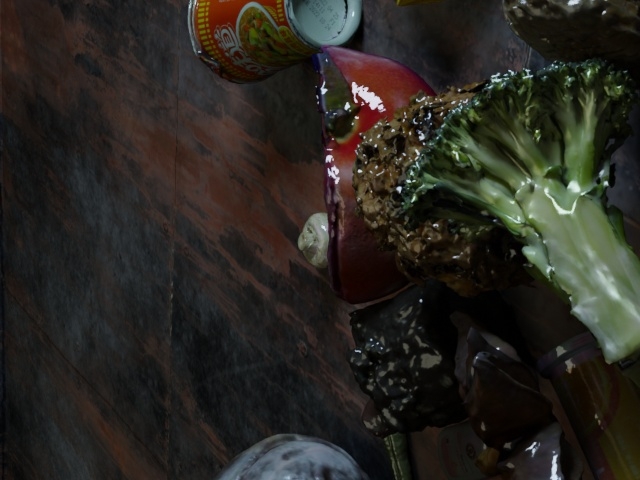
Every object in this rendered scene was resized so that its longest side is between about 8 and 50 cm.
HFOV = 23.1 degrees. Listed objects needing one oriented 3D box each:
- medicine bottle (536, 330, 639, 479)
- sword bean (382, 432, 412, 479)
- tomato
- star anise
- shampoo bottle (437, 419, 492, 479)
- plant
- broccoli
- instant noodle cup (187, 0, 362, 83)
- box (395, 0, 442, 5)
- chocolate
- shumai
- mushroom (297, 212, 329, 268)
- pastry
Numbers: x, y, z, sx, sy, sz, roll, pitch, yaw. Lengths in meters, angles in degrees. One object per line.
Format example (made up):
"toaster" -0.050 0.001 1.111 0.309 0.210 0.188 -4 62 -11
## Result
"medicine bottle" 0.368 0.301 1.690 0.426 0.108 0.108 67 149 22
"sword bean" 0.123 0.397 2.245 0.043 0.038 0.269 -6 92 37
"tomato" 0.087 -0.087 2.034 0.289 0.176 0.334 87 179 -61
"star anise" 0.220 0.220 1.749 0.349 0.109 0.292 -99 -10 -78
"shampoo bottle" 0.209 0.271 2.042 0.165 0.040 0.080 -31 68 61
"plant" 0.136 0.150 1.995 0.234 0.204 0.178 -39 67 50
"broccoli" 0.272 -0.021 1.572 0.361 0.252 0.221 40 153 28
"instant noodle cup" -0.056 -0.322 2.238 0.212 0.193 0.193 0 97 54
"box" 0.112 -0.443 1.961 0.265 0.097 0.168 65 148 27
"chocolate" -0.020 0.402 2.302 0.213 0.303 0.303 -58 45 27
"shumai" 0.305 -0.262 1.623 0.175 0.206 0.166 -66 19 -14
"mushroom" 0.000 0.000 2.326 0.083 0.067 0.083 2 92 63
"pastry" 0.165 -0.054 1.828 0.193 0.275 0.274 132 126 -75
